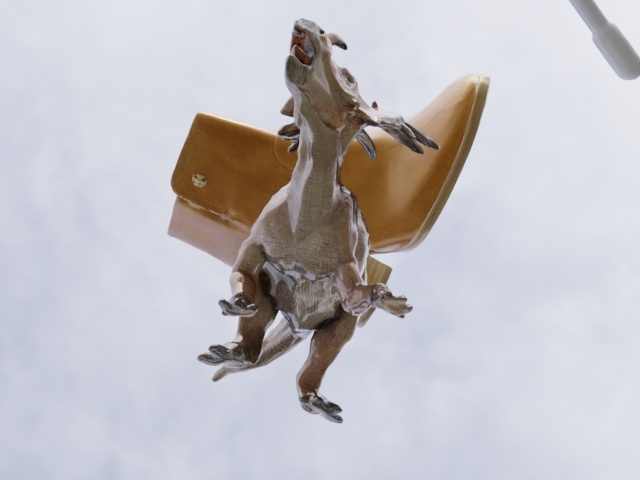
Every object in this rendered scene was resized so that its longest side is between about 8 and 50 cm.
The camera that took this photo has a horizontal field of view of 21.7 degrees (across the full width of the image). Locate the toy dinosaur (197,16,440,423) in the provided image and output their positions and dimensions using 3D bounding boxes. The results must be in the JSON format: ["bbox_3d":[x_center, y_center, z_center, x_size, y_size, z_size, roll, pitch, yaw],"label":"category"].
[{"bbox_3d":[0.000,0.000,1.217,0.127,0.296,0.200,16,-128,-3],"label":"toy dinosaur"}]

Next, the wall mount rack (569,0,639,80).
[{"bbox_3d":[0.192,-0.289,1.007,0.130,0.350,0.304,21,-137,-46],"label":"wall mount rack"}]

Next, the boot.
[{"bbox_3d":[-0.006,-0.061,1.376,0.211,0.104,0.295,27,-50,-4],"label":"boot"}]
